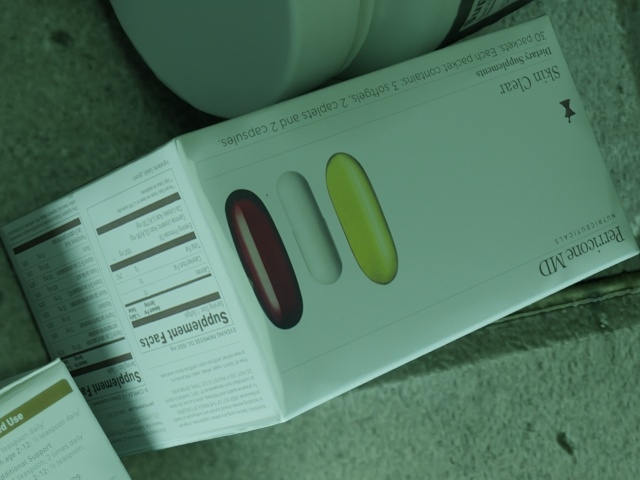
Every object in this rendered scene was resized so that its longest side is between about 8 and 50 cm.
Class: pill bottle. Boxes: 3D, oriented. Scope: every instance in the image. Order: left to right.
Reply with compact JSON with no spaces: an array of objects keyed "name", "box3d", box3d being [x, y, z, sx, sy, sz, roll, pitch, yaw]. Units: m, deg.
[{"name":"pill bottle","box3d":[0.054,-0.218,1.035,0.361,0.204,0.204,-30,96,-35]}]

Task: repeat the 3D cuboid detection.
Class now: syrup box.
[{"name":"syrup box","box3d":[-0.128,0.187,0.880,0.096,0.093,0.237,-34,98,-34]}]

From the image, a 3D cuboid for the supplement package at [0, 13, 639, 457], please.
[{"name":"supplement package","box3d":[0.000,0.000,0.944,0.262,0.204,0.145,-23,92,-36]}]
